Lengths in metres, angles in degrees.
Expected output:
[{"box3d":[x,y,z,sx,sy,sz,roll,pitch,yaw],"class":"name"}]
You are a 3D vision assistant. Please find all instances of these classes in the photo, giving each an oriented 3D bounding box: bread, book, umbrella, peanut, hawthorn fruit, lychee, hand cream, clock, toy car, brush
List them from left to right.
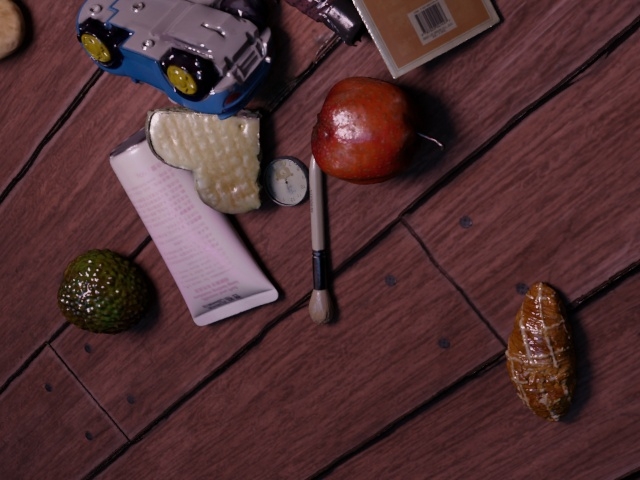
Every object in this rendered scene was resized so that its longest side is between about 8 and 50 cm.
[{"box3d":[-0.633,-0.357,1.518,0.253,0.137,0.122,-12,102,31],"class":"peanut"},{"box3d":[-0.392,0.096,1.571,0.171,0.171,0.171,9,113,22],"class":"lychee"},{"box3d":[-0.224,-0.301,1.329,0.314,0.198,0.166,22,149,19],"class":"toy car"},{"box3d":[-0.224,-0.026,1.475,0.185,0.118,0.359,-21,106,25],"class":"hand cream"},{"box3d":[-0.165,-0.154,1.384,0.232,0.064,0.172,42,99,-16],"class":"bread"},{"box3d":[-0.060,-0.400,1.254,0.326,0.094,0.090,42,135,7],"class":"umbrella"},{"box3d":[-0.055,-0.096,1.408,0.085,0.017,0.085,9,113,22],"class":"clock"},{"box3d":[0.000,0.000,1.414,0.042,0.039,0.299,6,108,20],"class":"brush"},{"box3d":[0.086,-0.154,1.242,0.193,0.157,0.157,9,113,18],"class":"hawthorn fruit"},{"box3d":[0.119,-0.369,1.191,0.170,0.018,0.242,-27,96,10],"class":"book"},{"box3d":[0.330,0.178,1.297,0.104,0.076,0.233,0,107,24],"class":"bread"}]
